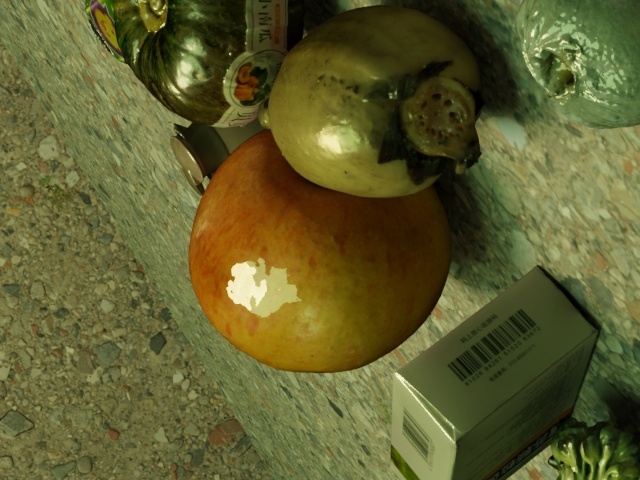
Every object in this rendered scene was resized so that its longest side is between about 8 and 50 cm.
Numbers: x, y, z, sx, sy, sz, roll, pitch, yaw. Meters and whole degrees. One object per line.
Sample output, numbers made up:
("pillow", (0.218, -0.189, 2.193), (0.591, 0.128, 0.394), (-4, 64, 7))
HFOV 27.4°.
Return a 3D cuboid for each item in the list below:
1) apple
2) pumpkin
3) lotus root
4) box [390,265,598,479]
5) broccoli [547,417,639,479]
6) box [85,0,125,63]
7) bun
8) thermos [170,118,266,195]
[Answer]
("apple", (0.000, 0.000, 1.479), (0.299, 0.299, 0.275), (48, 147, 21))
("pumpkin", (-0.113, -0.259, 1.458), (0.260, 0.189, 0.260), (14, 108, 50))
("lotus root", (0.032, -0.135, 1.280), (0.310, 0.182, 0.183), (12, 135, 61))
("box", (0.185, 0.183, 1.461), (0.106, 0.200, 0.299), (48, 163, 23))
("broccoli", (0.299, 0.344, 1.392), (0.288, 0.245, 0.248), (48, 154, 2))
("box", (-0.236, -0.321, 1.805), (0.134, 0.097, 0.345), (59, 163, -13))
("bun", (0.201, -0.140, 0.986), (0.141, 0.083, 0.141), (46, 164, 18))
("thermos", (-0.086, -0.132, 1.598), (0.105, 0.193, 0.137), (30, 152, 52))
